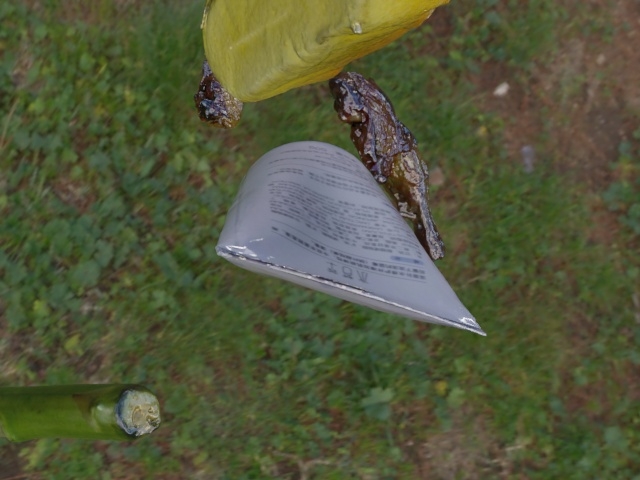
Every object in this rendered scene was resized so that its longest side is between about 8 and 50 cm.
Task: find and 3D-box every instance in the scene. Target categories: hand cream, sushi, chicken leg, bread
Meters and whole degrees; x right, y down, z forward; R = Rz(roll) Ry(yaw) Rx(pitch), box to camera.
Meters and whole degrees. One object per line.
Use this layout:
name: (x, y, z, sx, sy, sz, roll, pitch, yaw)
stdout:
hand cream: (0.000, 0.000, 0.409, 0.084, 0.142, 0.053, 17, 104, -12)
sushi: (-0.113, -0.148, 1.276, 0.047, 0.050, 0.099, 22, 28, -41)
chicken leg: (0.101, -0.112, 1.722, 0.322, 0.083, 0.177, 53, 21, -42)
bread: (0.000, -0.166, 0.798, 0.094, 0.245, 0.102, -23, 91, -28)

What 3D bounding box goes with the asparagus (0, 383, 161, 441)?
asparagus: (-0.278, 0.180, 1.259, 0.067, 0.277, 0.060, -52, 123, -43)
